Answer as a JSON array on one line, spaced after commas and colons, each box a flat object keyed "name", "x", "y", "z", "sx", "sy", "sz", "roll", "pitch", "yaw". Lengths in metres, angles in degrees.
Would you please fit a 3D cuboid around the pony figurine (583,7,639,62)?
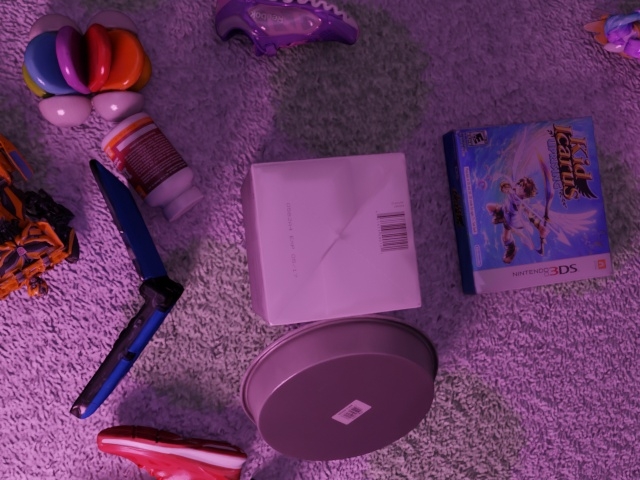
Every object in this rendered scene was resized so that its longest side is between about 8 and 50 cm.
[{"name": "pony figurine", "x": 0.654, "y": -0.288, "z": 1.093, "sx": 0.363, "sy": 0.303, "sz": 0.351, "roll": -11, "pitch": 58, "yaw": -6}]

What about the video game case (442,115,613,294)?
[{"name": "video game case", "x": 0.342, "y": -0.059, "z": 1.112, "sx": 0.244, "sy": 0.061, "sz": 0.270, "roll": -7, "pitch": 89, "yaw": -11}]

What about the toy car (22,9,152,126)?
[{"name": "toy car", "x": -0.337, "y": -0.253, "z": 0.965, "sx": 0.181, "sy": 0.136, "sz": 0.159, "roll": -7, "pitch": 90, "yaw": -10}]

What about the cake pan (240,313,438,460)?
[{"name": "cake pan", "x": 0.034, "y": 0.222, "z": 0.961, "sx": 0.293, "sy": 0.054, "sz": 0.293, "roll": -7, "pitch": 132, "yaw": -8}]

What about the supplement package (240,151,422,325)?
[{"name": "supplement package", "x": 0.000, "y": 0.000, "z": 0.948, "sx": 0.198, "sy": 0.262, "sz": 0.199, "roll": -6, "pitch": 89, "yaw": -10}]

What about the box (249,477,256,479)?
[{"name": "box", "x": -0.092, "y": 0.405, "z": 1.010, "sx": 0.052, "sy": 0.083, "sz": 0.062, "roll": 26, "pitch": 84, "yaw": -6}]

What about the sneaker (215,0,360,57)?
[{"name": "sneaker", "x": -0.059, "y": -0.328, "z": 1.043, "sx": 0.236, "sy": 0.095, "sz": 0.105, "roll": 13, "pitch": 93, "yaw": -4}]

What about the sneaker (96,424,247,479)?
[{"name": "sneaker", "x": -0.227, "y": 0.352, "z": 0.989, "sx": 0.221, "sy": 0.087, "sz": 0.128, "roll": 14, "pitch": 85, "yaw": -8}]

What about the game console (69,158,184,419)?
[{"name": "game console", "x": -0.280, "y": 0.060, "z": 0.885, "sx": 0.173, "sy": 0.293, "sz": 0.250, "roll": 35, "pitch": 83, "yaw": -5}]

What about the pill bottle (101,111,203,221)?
[{"name": "pill bottle", "x": -0.246, "y": -0.106, "z": 1.001, "sx": 0.086, "sy": 0.086, "sz": 0.152, "roll": -38, "pitch": 94, "yaw": -9}]

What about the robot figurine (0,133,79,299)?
[{"name": "robot figurine", "x": -0.470, "y": -0.041, "z": 0.930, "sx": 0.211, "sy": 0.085, "sz": 0.291, "roll": -40, "pitch": 94, "yaw": -34}]
